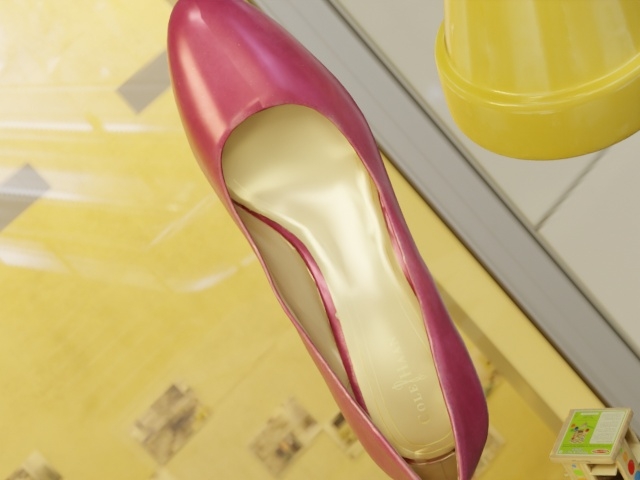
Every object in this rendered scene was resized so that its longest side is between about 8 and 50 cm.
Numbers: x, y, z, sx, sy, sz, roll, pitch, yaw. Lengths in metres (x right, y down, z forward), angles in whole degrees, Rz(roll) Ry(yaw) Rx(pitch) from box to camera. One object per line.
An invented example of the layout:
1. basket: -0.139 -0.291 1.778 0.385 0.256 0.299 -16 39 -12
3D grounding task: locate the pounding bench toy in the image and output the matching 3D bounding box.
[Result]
1. pounding bench toy: 0.230 0.168 0.798 0.083 0.065 0.052 -10 32 42

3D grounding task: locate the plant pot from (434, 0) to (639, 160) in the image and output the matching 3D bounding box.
1. plant pot: 0.225 -0.250 1.063 0.254 0.239 0.254 -13 46 14

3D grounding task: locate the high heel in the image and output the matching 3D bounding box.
1. high heel: 0.000 0.000 0.466 0.082 0.244 0.117 -24 12 3
